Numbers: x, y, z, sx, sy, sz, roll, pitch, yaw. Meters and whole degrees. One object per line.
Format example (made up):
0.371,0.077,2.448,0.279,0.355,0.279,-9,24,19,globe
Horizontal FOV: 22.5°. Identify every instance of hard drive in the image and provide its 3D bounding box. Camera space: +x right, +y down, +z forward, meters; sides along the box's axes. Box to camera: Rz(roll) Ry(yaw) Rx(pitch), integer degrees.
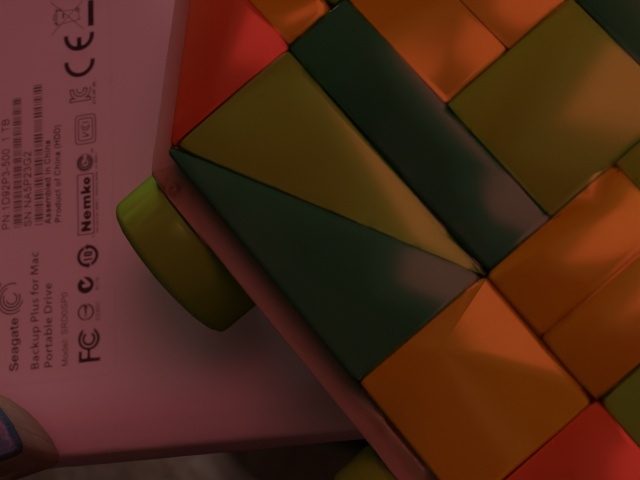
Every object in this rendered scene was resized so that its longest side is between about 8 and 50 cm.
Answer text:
-0.023,-0.027,0.586,0.308,0.040,0.203,-7,74,14,hard drive

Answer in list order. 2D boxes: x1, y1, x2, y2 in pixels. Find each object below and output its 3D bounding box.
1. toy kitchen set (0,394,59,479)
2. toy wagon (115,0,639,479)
-0.176,0.139,0.490,0.207,0.122,0.166,-20,78,-1,toy kitchen set
0.106,-0.008,0.484,0.267,0.068,0.344,-41,68,3,toy wagon
